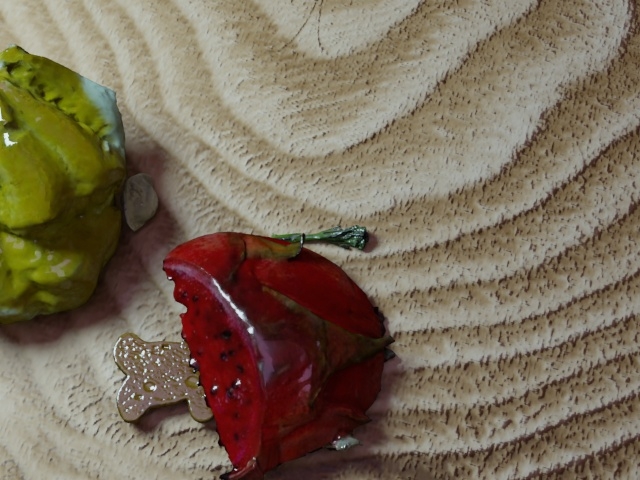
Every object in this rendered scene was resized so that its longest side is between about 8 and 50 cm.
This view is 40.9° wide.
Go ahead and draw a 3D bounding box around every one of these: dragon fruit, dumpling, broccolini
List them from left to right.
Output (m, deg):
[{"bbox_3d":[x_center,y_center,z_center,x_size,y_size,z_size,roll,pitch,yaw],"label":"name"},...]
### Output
[{"bbox_3d":[-0.256,-0.057,1.218,0.052,0.057,0.076,41,75,13],"label":"dumpling"},{"bbox_3d":[-0.041,0.115,1.122,0.282,0.100,0.343,-16,69,-21],"label":"dragon fruit"},{"bbox_3d":[0.000,0.000,1.222,0.140,0.030,0.035,-5,106,2],"label":"broccolini"}]

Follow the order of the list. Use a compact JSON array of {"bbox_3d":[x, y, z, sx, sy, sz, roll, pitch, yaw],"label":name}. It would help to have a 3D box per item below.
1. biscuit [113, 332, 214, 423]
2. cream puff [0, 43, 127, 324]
[{"bbox_3d":[-0.170,0.177,1.147,0.205,0.031,0.138,-8,69,-5],"label":"biscuit"},{"bbox_3d":[-0.432,-0.088,1.116,0.378,0.275,0.378,0,73,0],"label":"cream puff"}]
